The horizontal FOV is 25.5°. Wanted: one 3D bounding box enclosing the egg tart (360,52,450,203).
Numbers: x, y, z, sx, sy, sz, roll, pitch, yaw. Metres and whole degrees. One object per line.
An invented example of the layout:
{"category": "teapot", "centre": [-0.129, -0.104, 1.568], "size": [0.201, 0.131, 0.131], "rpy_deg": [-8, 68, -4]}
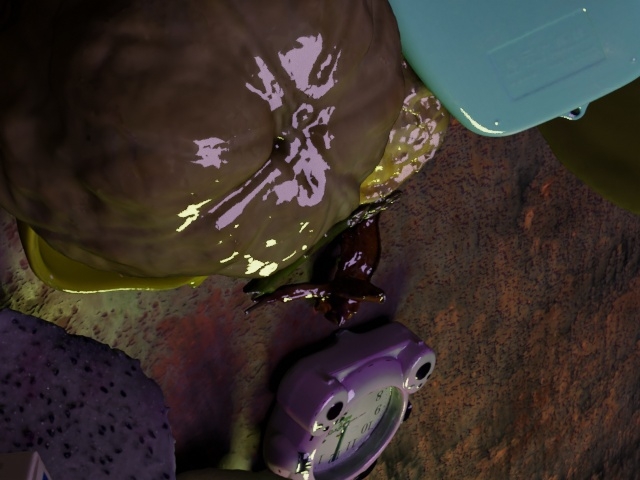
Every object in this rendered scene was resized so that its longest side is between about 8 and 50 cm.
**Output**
{"category": "egg tart", "centre": [0.051, -0.121, 1.458], "size": [0.252, 0.098, 0.232], "rpy_deg": [-24, 136, -31]}

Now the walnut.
{"category": "walnut", "centre": [-0.090, -0.108, 0.968], "size": [0.253, 0.277, 0.282], "rpy_deg": [19, 88, -39]}

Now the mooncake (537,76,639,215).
{"category": "mooncake", "centre": [0.386, -0.226, 1.514], "size": [0.200, 0.378, 0.378], "rpy_deg": [-33, 145, -36]}

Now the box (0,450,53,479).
{"category": "box", "centre": [-0.355, 0.267, 1.131], "size": [0.343, 0.065, 0.200], "rpy_deg": [-7, 132, 11]}

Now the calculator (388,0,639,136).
{"category": "calculator", "centre": [0.182, -0.246, 1.340], "size": [0.256, 0.054, 0.386], "rpy_deg": [-24, 133, 14]}

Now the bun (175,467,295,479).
{"category": "bun", "centre": [-0.096, 0.394, 1.685], "size": [0.293, 0.293, 0.187], "rpy_deg": [-57, 178, 11]}

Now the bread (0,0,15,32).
{"category": "bread", "centre": [-0.301, -0.134, 0.969], "size": [0.190, 0.114, 0.132], "rpy_deg": [-56, 163, 11]}

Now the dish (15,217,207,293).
{"category": "dish", "centre": [-0.162, -0.069, 1.219], "size": [0.262, 0.108, 0.221], "rpy_deg": [13, 113, -54]}

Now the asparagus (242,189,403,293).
{"category": "asparagus", "centre": [0.000, 0.000, 1.571], "size": [0.236, 0.034, 0.027], "rpy_deg": [-36, 138, -27]}

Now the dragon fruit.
{"category": "dragon fruit", "centre": [-0.280, 0.206, 1.261], "size": [0.283, 0.221, 0.204], "rpy_deg": [28, 137, -24]}

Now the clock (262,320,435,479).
{"category": "clock", "centre": [0.023, 0.230, 1.793], "size": [0.227, 0.090, 0.248], "rpy_deg": [-18, 138, -42]}

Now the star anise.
{"category": "star anise", "centre": [-0.004, 0.043, 1.605], "size": [0.140, 0.144, 0.158], "rpy_deg": [-85, -163, -55]}
